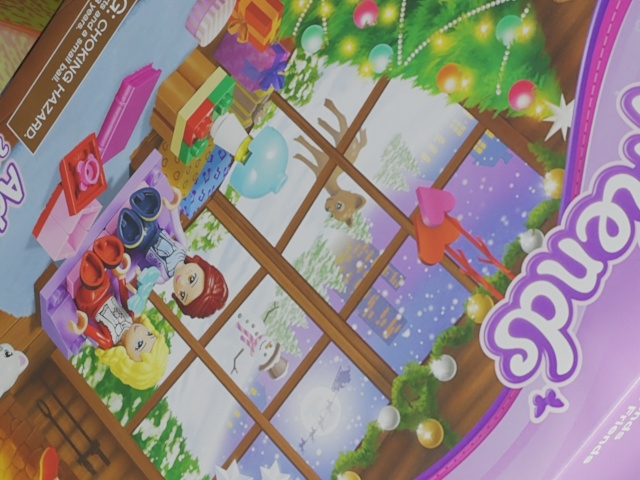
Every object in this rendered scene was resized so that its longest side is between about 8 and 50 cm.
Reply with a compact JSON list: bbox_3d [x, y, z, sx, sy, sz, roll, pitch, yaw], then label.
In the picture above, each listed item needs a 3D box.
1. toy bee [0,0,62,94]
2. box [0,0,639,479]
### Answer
[{"bbox_3d":[-0.045,-0.055,0.553,0.298,0.162,0.195,-9,120,-1],"label":"toy bee"},{"bbox_3d":[0.000,0.000,0.426,0.201,0.057,0.293,45,107,30],"label":"box"}]
